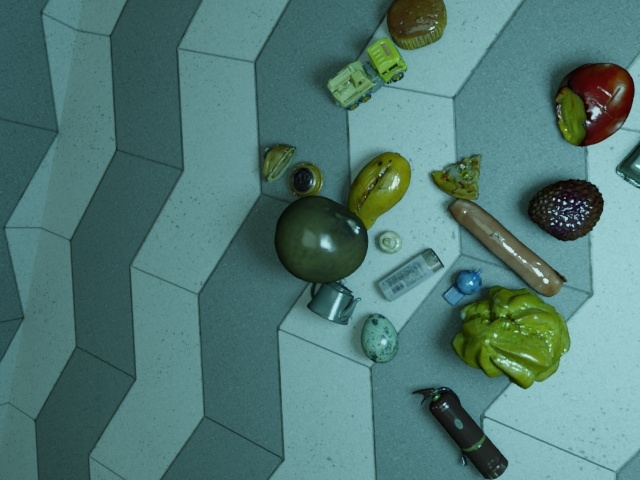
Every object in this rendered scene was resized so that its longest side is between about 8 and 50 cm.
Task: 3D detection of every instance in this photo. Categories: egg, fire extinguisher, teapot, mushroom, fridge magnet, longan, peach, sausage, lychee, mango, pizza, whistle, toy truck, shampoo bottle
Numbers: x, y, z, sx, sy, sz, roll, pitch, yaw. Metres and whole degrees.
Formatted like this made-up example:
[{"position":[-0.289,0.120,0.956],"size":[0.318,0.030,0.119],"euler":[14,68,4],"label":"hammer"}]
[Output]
[{"position":[0.205,0.341,1.441],"size":[0.132,0.132,0.172],"euler":[-15,74,21],"label":"egg"},{"position":[0.453,0.621,1.368],"size":[0.141,0.105,0.341],"euler":[-43,80,15],"label":"fire extinguisher"},{"position":[0.046,0.202,1.498],"size":[0.239,0.162,0.149],"euler":[25,92,48],"label":"teapot"},{"position":[0.244,0.008,1.450],"size":[0.083,0.067,0.084],"euler":[0,91,28],"label":"mushroom"},{"position":[-0.058,-0.226,1.560],"size":[0.143,0.063,0.143],"euler":[1,93,24],"label":"fridge magnet"},{"position":[0.000,0.000,1.403],"size":[0.319,0.319,0.319],"euler":[1,92,21],"label":"longan"},{"position":[0.766,-0.383,1.177],"size":[0.190,0.196,0.226],"euler":[36,104,50],"label":"peach"},{"position":[0.581,0.012,1.307],"size":[0.094,0.094,0.419],"euler":[-38,74,-22],"label":"sausage"},{"position":[0.722,-0.094,1.202],"size":[0.188,0.188,0.188],"euler":[1,92,21],"label":"lychee"},{"position":[0.194,-0.173,1.435],"size":[0.177,0.120,0.295],"euler":[41,105,15],"label":"mango"},{"position":[0.474,-0.214,1.345],"size":[0.176,0.036,0.185],"euler":[-42,51,7],"label":"pizza"},{"position":[0.475,0.152,1.358],"size":[0.090,0.090,0.158],"euler":[44,105,14],"label":"whistle"},{"position":[0.150,-0.573,1.420],"size":[0.272,0.157,0.124],"euler":[-29,81,20],"label":"toy truck"},{"position":[0.312,0.121,1.433],"size":[0.227,0.056,0.086],"euler":[-38,77,18],"label":"shampoo bottle"}]

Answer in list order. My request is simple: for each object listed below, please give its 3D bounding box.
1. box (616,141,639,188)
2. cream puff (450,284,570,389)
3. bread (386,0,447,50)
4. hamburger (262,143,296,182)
[{"position":[0.951,-0.232,1.158],"size":[0.124,0.093,0.172],"euler":[38,104,16],"label":"box"},{"position":[0.579,0.276,1.228],"size":[0.323,0.270,0.274],"euler":[18,93,18],"label":"cream puff"},{"position":[0.321,-0.744,1.378],"size":[0.199,0.104,0.199],"euler":[0,89,21],"label":"bread"},{"position":[-0.169,-0.316,1.595],"size":[0.102,0.087,0.176],"euler":[49,115,26],"label":"hamburger"}]
